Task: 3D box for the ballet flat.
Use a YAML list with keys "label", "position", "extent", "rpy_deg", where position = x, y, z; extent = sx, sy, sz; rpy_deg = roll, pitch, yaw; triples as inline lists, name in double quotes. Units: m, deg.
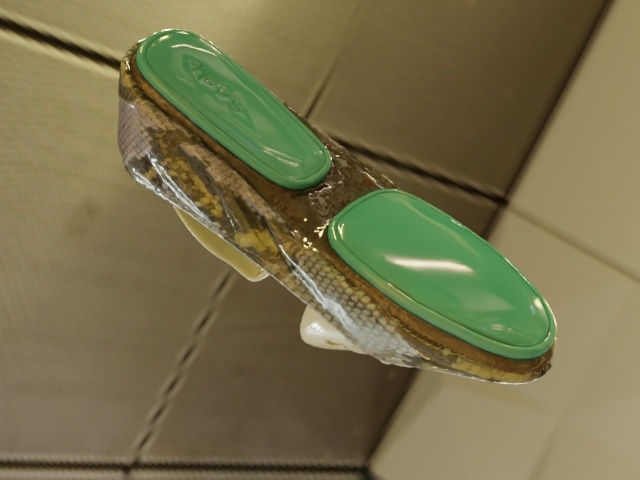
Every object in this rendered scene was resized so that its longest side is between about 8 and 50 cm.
- label: "ballet flat"
  position: [0.000, 0.000, 0.359]
  extent: [0.041, 0.114, 0.041]
  rpy_deg: [-45, -19, -20]
